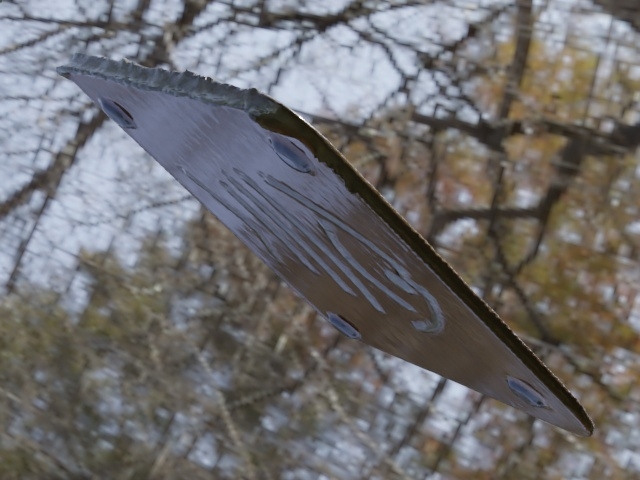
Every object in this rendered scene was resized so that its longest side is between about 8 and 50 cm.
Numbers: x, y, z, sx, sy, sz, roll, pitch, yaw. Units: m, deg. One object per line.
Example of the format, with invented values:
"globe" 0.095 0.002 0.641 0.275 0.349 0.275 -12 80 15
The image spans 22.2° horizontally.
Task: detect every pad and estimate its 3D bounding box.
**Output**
"pad" 0.000 0.000 0.917 0.286 0.284 0.018 43 -103 -30

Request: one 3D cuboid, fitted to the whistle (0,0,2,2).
"whistle" -0.152 -0.153 0.647 0.077 0.236 0.114 -32 -81 -9
